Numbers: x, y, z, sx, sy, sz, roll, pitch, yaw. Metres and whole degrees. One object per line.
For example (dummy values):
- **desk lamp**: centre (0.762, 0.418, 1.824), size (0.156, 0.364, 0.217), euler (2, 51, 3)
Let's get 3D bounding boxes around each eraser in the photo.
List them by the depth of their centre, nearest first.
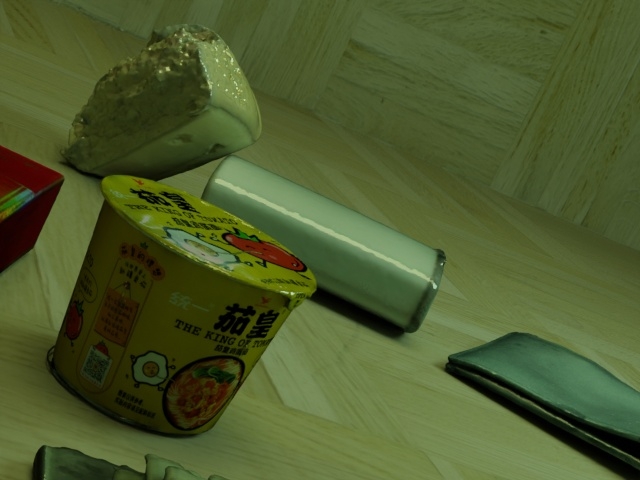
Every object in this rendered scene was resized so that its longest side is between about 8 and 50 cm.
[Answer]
- **eraser**: centre (0.000, 0.000, 1.656), size (0.290, 0.104, 0.189), euler (25, 14, 0)

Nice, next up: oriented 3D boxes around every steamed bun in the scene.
- **steamed bun**: centre (-0.202, -0.169, 1.683), size (0.200, 0.225, 0.170), euler (20, 50, -67)

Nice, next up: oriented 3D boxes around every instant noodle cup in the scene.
- **instant noodle cup**: centre (-0.113, 0.055, 1.053), size (0.182, 0.144, 0.182), euler (26, 11, -6)

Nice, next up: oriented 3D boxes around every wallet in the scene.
- **wallet**: centre (0.309, 0.187, 1.610), size (0.290, 0.054, 0.251), euler (29, 10, 21)

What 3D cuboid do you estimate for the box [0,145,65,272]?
- **box**: centre (-0.343, -0.037, 1.115), size (0.197, 0.089, 0.313), euler (26, 12, -3)

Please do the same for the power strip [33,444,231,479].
- **power strip**: centre (-0.066, 0.175, 0.809), size (0.198, 0.064, 0.213), euler (20, 13, -17)
